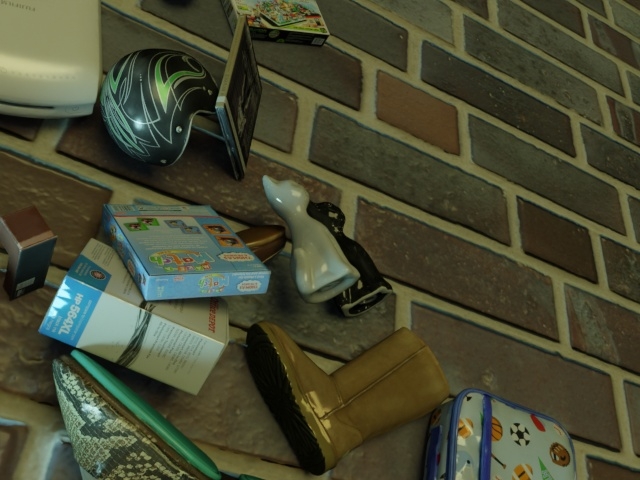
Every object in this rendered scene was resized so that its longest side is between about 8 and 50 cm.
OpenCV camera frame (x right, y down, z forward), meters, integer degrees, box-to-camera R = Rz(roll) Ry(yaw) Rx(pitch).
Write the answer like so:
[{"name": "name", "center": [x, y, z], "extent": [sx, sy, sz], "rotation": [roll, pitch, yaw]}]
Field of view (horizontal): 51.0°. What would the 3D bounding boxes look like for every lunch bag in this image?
[{"name": "lunch bag", "center": [0.258, 0.385, 0.990], "extent": [0.243, 0.115, 0.303], "rotation": [25, 51, -14]}]

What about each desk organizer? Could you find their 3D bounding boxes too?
[{"name": "desk organizer", "center": [-0.365, 0.017, 0.823], "extent": [0.047, 0.130, 0.050], "rotation": [-28, 76, -40]}]

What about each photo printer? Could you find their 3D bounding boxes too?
[{"name": "photo printer", "center": [-0.455, -0.320, 0.993], "extent": [0.255, 0.107, 0.308], "rotation": [6, 59, -29]}]

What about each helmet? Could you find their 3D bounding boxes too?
[{"name": "helmet", "center": [-0.249, -0.201, 1.014], "extent": [0.169, 0.169, 0.161], "rotation": [45, 44, 0]}]

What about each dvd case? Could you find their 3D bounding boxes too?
[{"name": "dvd case", "center": [-0.132, -0.238, 1.115], "extent": [0.018, 0.165, 0.221], "rotation": [1, 55, 7]}]

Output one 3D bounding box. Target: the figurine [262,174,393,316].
[{"name": "figurine", "center": [0.000, 0.000, 1.046], "extent": [0.215, 0.092, 0.210], "rotation": [27, 32, -60]}]

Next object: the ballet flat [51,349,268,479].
[{"name": "ballet flat", "center": [-0.134, 0.320, 0.778], "extent": [0.482, 0.164, 0.182], "rotation": [33, 75, -11]}]

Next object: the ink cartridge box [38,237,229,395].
[{"name": "ink cartridge box", "center": [-0.225, 0.094, 0.846], "extent": [0.203, 0.086, 0.148], "rotation": [28, 11, -14]}]

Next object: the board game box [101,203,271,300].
[{"name": "board game box", "center": [-0.184, 0.009, 0.890], "extent": [0.160, 0.039, 0.211], "rotation": [-1, 25, -32]}]

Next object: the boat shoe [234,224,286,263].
[{"name": "boat shoe", "center": [-0.134, 0.034, 1.002], "extent": [0.207, 0.073, 0.073], "rotation": [-22, 113, -37]}]

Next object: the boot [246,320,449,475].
[{"name": "boot", "center": [0.044, 0.190, 1.002], "extent": [0.269, 0.089, 0.236], "rotation": [-21, 82, -40]}]

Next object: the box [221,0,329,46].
[{"name": "box", "center": [-0.091, -0.452, 1.346], "extent": [0.206, 0.036, 0.114], "rotation": [-6, 65, -34]}]
